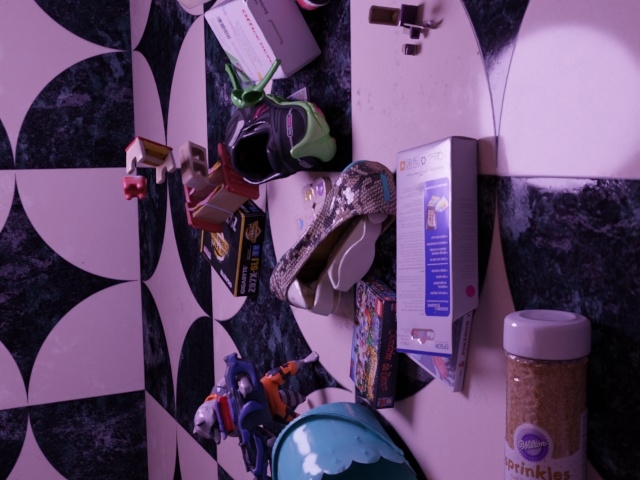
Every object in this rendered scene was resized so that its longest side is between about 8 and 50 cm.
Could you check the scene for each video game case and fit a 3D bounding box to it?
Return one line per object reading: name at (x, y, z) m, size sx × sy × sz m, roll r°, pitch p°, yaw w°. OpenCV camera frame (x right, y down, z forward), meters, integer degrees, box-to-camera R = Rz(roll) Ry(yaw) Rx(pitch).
video game case at (0.209, 0.156, 1.514) m, size 0.201 × 0.023 × 0.183 m, roll 34°, pitch 124°, yaw 58°
video game case at (-0.054, -0.321, 2.006) m, size 0.122 × 0.011 × 0.087 m, roll 172°, pitch 93°, yaw -65°

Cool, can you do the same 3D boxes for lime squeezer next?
lime squeezer at (-0.163, -0.367, 1.938) m, size 0.310 × 0.059 × 0.109 m, roll 18°, pitch 87°, yaw 62°

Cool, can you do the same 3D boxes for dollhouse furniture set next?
dollhouse furniture set at (0.145, -0.379, 1.472) m, size 0.081 × 0.114 × 0.090 m, roll 33°, pitch 120°, yaw 54°
dollhouse furniture set at (-0.364, -0.168, 2.150) m, size 0.201 × 0.374 × 0.152 m, roll -38°, pitch 49°, yaw 36°

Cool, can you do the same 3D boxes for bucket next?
bucket at (0.038, 0.473, 1.644) m, size 0.183 × 0.281 × 0.281 m, roll -122°, pitch 37°, yaw -51°

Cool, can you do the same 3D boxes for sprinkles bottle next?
sprinkles bottle at (0.326, 0.282, 1.179) m, size 0.121 × 0.121 × 0.355 m, roll 12°, pitch 104°, yaw 63°

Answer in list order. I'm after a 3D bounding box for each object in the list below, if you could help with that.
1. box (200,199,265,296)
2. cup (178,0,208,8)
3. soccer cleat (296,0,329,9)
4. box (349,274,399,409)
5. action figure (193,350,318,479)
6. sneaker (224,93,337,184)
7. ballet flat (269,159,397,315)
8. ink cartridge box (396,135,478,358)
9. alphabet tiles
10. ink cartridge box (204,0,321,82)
box at (-0.264, -0.019, 2.409) m, size 0.322 × 0.079 × 0.257 m, roll 44°, pitch 130°, yaw 54°
cup at (-0.334, -0.777, 2.232) m, size 0.331 × 0.331 × 0.236 m, roll 17°, pitch 133°, yaw 63°
soccer cleat at (-0.032, -0.674, 1.811) m, size 0.116 × 0.109 × 0.318 m, roll -171°, pitch 76°, yaw -68°
box at (0.112, 0.205, 1.672) m, size 0.159 × 0.044 × 0.233 m, roll -136°, pitch 48°, yaw -67°
action figure at (-0.141, 0.427, 1.918) m, size 0.178 × 0.330 × 0.341 m, roll -18°, pitch 77°, yaw 61°
sneaker at (-0.146, -0.241, 1.958) m, size 0.483 × 0.202 × 0.185 m, roll 11°, pitch 126°, yaw 65°
ballet flat at (0.021, 0.043, 1.699) m, size 0.482 × 0.164 × 0.182 m, roll -56°, pitch 36°, yaw 43°
ink cartridge box at (0.200, 0.014, 1.428) m, size 0.176 × 0.069 × 0.370 m, roll -8°, pitch 79°, yaw 63°
alphabet tiles at (0.000, 0.000, 1.928) m, size 0.278 × 0.021 × 0.284 m, roll -18°, pitch 77°, yaw 63°
ink cartridge box at (-0.142, -0.496, 1.952) m, size 0.201 × 0.117 × 0.278 m, roll 60°, pitch 161°, yaw -20°
